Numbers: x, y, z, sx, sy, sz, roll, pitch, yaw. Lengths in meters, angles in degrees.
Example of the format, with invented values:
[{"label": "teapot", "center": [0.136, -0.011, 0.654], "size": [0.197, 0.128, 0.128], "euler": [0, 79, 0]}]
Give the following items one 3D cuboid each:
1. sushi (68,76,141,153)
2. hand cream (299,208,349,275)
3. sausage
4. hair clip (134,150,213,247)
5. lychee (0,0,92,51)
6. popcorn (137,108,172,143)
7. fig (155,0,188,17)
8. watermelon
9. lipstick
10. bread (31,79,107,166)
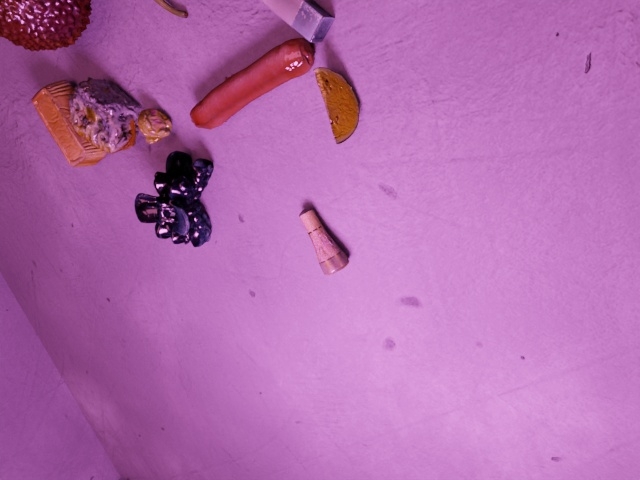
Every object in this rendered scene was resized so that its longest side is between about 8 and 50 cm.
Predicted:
[{"label": "sushi", "center": [-0.680, -0.390, 1.383], "size": [0.274, 0.139, 0.184], "euler": [36, 128, 4]}, {"label": "hand cream", "center": [0.000, 0.000, 1.252], "size": [0.084, 0.084, 0.203], "euler": [-29, 94, 35]}, {"label": "sausage", "center": [-0.192, -0.405, 1.145], "size": [0.419, 0.094, 0.094], "euler": [-19, 74, 34]}, {"label": "hair clip", "center": [-0.430, -0.111, 1.344], "size": [0.195, 0.206, 0.310], "euler": [19, 121, 18]}, {"label": "lychee", "center": [-0.805, -0.683, 1.212], "size": [0.306, 0.306, 0.330], "euler": [46, 153, 1]}, {"label": "popcorn", "center": [-0.519, -0.359, 1.340], "size": [0.089, 0.097, 0.109], "euler": [-34, 81, 33]}, {"label": "fig", "center": [-0.456, -0.685, 1.150], "size": [0.149, 0.149, 0.245], "euler": [-26, 119, 35]}, {"label": "watermelon", "center": [0.052, -0.332, 1.054], "size": [0.075, 0.092, 0.181], "euler": [-14, 99, 18]}, {"label": "lipstick", "center": [-0.113, -0.593, 1.022], "size": [0.317, 0.066, 0.068], "euler": [41, 125, 5]}, {"label": "bread", "center": [-0.861, -0.396, 1.489], "size": [0.153, 0.119, 0.288], "euler": [-19, 105, 31]}]
